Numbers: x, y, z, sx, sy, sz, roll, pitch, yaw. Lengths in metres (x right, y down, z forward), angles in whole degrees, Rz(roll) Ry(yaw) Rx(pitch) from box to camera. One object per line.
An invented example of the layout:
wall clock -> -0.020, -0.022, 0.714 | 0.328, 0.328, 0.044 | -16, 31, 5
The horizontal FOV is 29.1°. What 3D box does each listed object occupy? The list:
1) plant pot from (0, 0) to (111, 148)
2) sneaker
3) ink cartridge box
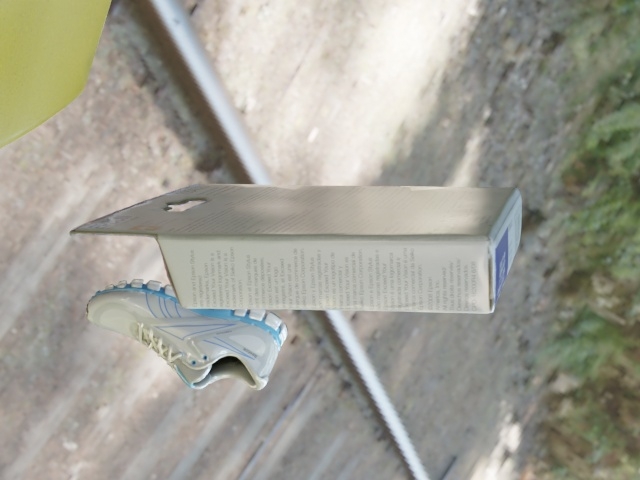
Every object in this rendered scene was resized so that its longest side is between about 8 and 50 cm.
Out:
plant pot -> -0.225, -0.169, 0.699 | 0.187, 0.212, 0.212 | -13, 127, -63
sneaker -> -0.130, 0.094, 1.149 | 0.071, 0.190, 0.083 | 99, 3, -56
ink cartridge box -> 0.000, 0.000, 1.067 | 0.324, 0.330, 0.071 | -35, 124, -74
